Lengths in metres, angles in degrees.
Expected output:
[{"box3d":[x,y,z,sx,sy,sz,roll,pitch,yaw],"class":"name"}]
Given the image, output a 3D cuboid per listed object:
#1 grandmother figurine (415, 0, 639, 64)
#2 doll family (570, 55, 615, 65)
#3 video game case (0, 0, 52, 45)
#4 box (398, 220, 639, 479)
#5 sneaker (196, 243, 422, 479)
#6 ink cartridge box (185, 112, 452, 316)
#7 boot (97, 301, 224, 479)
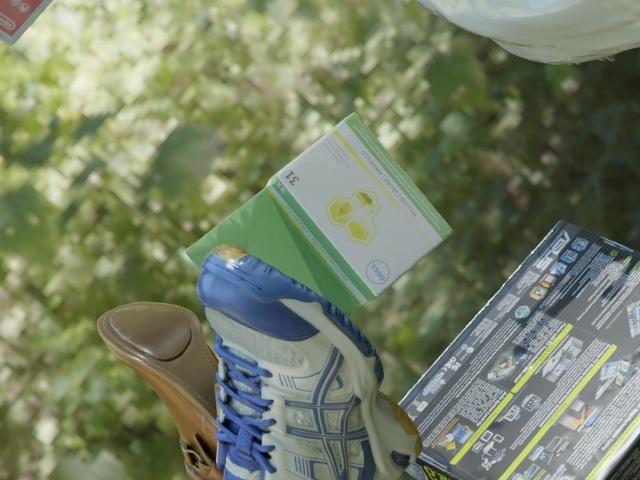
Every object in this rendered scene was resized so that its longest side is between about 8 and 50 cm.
[{"box3d":[0.049,-0.184,0.559,0.104,0.208,0.342,-53,31,40],"class":"grandmother figurine"},{"box3d":[0.307,-0.256,2.187,0.193,0.076,0.111,-18,-42,-59],"class":"doll family"},{"box3d":[-0.261,-0.326,1.703,0.285,0.204,0.025,-45,32,17],"class":"video game case"},{"box3d":[0.212,0.125,1.674,0.216,0.060,0.270,26,65,41],"class":"box"},{"box3d":[-0.023,0.123,1.379,0.112,0.296,0.131,30,72,40],"class":"sneaker"},{"box3d":[0.000,0.000,2.070,0.235,0.171,0.056,-39,0,-24],"class":"ink cartridge box"},{"box3d":[-0.104,0.145,1.591,0.197,0.152,0.073,29,47,35],"class":"boot"}]
